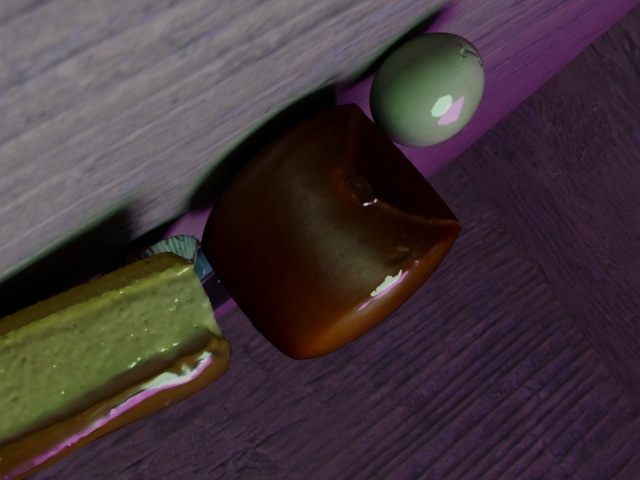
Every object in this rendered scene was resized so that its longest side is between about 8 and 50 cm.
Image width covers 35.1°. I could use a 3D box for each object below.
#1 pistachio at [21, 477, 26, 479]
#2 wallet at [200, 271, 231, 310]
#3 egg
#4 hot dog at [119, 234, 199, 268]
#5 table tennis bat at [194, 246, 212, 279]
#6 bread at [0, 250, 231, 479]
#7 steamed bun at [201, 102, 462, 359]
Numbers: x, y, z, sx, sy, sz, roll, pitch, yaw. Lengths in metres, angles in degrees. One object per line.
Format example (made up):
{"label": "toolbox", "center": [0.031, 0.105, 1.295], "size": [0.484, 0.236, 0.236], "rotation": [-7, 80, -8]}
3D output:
{"label": "pistachio", "center": [-0.590, 0.422, 1.670], "size": [0.214, 0.193, 0.318], "rotation": [-22, -176, -5]}
{"label": "wallet", "center": [-0.166, 0.058, 1.847], "size": [0.221, 0.071, 0.262], "rotation": [-33, 170, -20]}
{"label": "egg", "center": [0.116, -0.164, 1.098], "size": [0.114, 0.114, 0.152], "rotation": [-33, 172, -39]}
{"label": "hot dog", "center": [-0.206, 0.038, 1.219], "size": [0.108, 0.059, 0.191], "rotation": [-22, 173, -29]}
{"label": "table tennis bat", "center": [-0.106, -0.017, 1.600], "size": [0.215, 0.044, 0.329], "rotation": [-37, 179, 38]}
{"label": "bread", "center": [-0.266, 0.147, 1.031], "size": [0.333, 0.143, 0.323], "rotation": [-24, 175, -12]}
{"label": "steamed bun", "center": [0.000, 0.000, 1.176], "size": [0.248, 0.235, 0.379], "rotation": [-41, 178, 0]}
